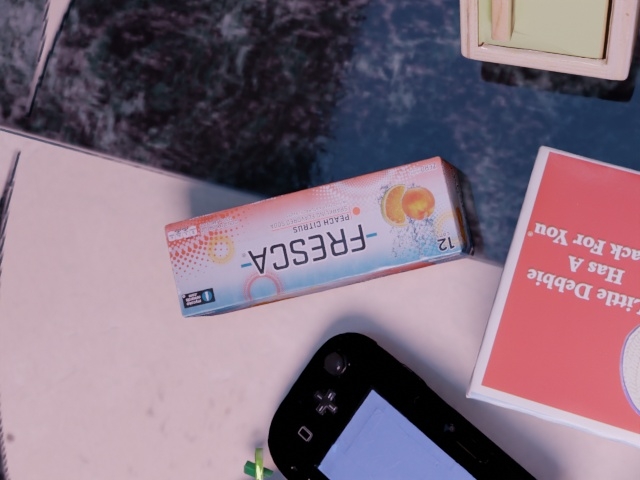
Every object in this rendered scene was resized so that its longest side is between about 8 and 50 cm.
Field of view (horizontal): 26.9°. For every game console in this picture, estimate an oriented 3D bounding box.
[{"bbox_3d":[0.104,0.205,0.774,0.361,0.044,0.213,40,95,25],"label":"game console"}]

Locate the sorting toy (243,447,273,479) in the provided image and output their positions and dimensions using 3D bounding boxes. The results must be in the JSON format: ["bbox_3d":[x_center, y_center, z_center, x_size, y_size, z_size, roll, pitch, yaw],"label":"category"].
[{"bbox_3d":[-0.041,0.174,0.847,0.062,0.012,0.083,-18,82,43],"label":"sorting toy"}]

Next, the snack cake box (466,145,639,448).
[{"bbox_3d":[0.233,0.054,0.760,0.264,0.089,0.152,17,92,14],"label":"snack cake box"}]

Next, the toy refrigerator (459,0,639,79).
[{"bbox_3d":[0.128,-0.205,0.702,0.102,0.269,0.094,11,59,14],"label":"toy refrigerator"}]

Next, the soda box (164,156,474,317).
[{"bbox_3d":[0.000,0.000,0.837,0.183,0.058,0.063,-13,84,14],"label":"soda box"}]
